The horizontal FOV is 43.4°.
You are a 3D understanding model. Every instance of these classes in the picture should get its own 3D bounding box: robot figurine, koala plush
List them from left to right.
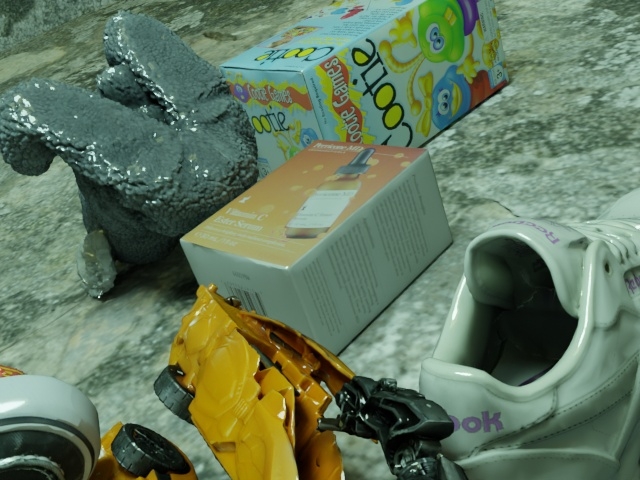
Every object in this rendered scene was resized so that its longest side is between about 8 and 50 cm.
[{"bbox_3d":[-0.168,-0.050,0.753,0.203,0.221,0.196,36,52,6],"label":"koala plush"},{"bbox_3d":[-0.030,0.139,0.387,0.211,0.085,0.291,-55,34,1],"label":"robot figurine"}]

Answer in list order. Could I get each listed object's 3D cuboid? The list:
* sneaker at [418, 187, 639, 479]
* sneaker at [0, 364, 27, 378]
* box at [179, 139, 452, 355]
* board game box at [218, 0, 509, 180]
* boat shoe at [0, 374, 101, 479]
[{"bbox_3d":[0.154,0.032,0.433,0.114,0.152,0.305,5,35,41],"label":"sneaker"},{"bbox_3d":[-0.307,0.144,0.639,0.175,0.064,0.067,-20,48,10],"label":"sneaker"},{"bbox_3d":[0.000,0.000,0.648,0.130,0.091,0.170,11,41,43],"label":"box"},{"bbox_3d":[0.056,-0.179,0.873,0.275,0.142,0.144,-36,33,-28],"label":"board game box"},{"bbox_3d":[-0.235,0.192,0.405,0.306,0.113,0.105,-34,38,0],"label":"boat shoe"}]
